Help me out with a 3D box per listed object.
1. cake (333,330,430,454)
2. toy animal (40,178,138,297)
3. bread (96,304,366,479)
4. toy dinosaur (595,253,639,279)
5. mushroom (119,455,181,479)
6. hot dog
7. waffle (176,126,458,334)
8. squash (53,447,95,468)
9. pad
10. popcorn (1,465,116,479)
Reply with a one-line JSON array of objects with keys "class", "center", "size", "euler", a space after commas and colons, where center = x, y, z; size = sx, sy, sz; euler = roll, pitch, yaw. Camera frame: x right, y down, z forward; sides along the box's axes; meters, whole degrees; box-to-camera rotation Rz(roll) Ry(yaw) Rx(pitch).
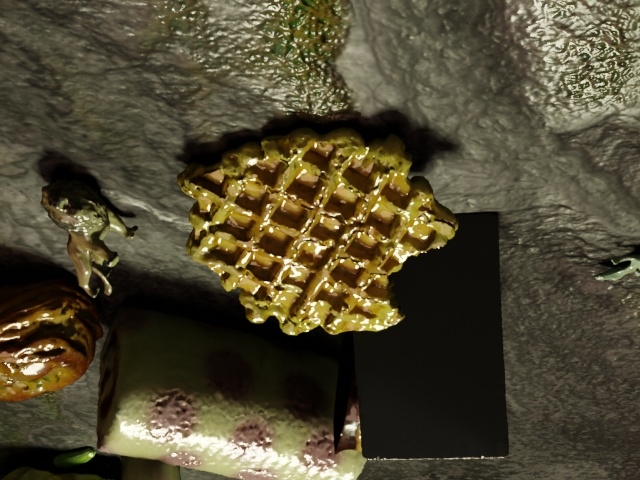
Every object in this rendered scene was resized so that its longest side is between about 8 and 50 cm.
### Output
[{"class": "cake", "center": [0.113, 0.159, 1.306], "size": [0.178, 0.185, 0.207], "euler": [9, 139, -6]}, {"class": "toy animal", "center": [-0.235, 0.004, 1.188], "size": [0.086, 0.069, 0.219], "euler": [20, 148, 13]}, {"class": "bread", "center": [-0.109, 0.201, 1.407], "size": [0.338, 0.187, 0.155], "euler": [17, 130, -23]}, {"class": "toy dinosaur", "center": [0.386, 0.018, 1.189], "size": [0.187, 0.044, 0.106], "euler": [-17, 161, 9]}, {"class": "mushroom", "center": [-0.221, 0.280, 1.474], "size": [0.097, 0.351, 0.109], "euler": [8, 115, -14]}, {"class": "hot dog", "center": [-0.405, 0.122, 1.357], "size": [0.272, 0.122, 0.196], "euler": [-8, 156, 16]}, {"class": "waffle", "center": [0.000, -0.001, 1.109], "size": [0.291, 0.051, 0.291], "euler": [6, 133, 6]}, {"class": "squash", "center": [-0.413, 0.367, 1.894], "size": [0.089, 0.027, 0.027], "euler": [-16, 146, 28]}, {"class": "pad", "center": [0.114, 0.104, 1.189], "size": [0.160, 0.264, 0.009], "euler": [-2, -172, 9]}, {"class": "popcorn", "center": [-0.428, 0.513, 1.964], "size": [0.294, 0.292, 0.334], "euler": [-35, 128, -5]}]
